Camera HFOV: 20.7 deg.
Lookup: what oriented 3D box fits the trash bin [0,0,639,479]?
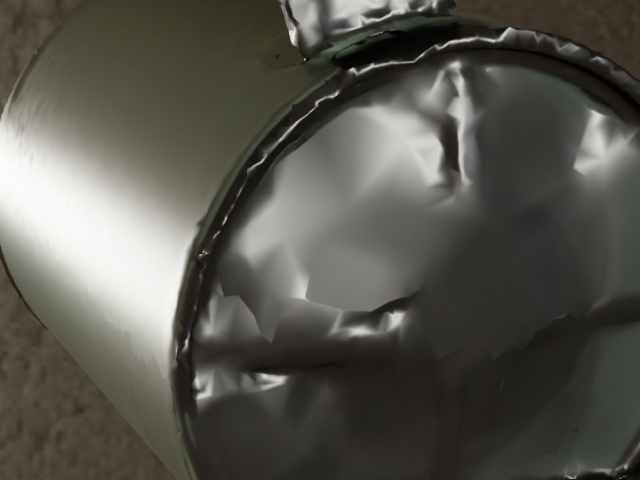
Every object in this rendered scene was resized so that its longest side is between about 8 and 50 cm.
[{"bbox_3d":[0.000,0.000,0.719,0.262,0.217,0.277,34,138,61],"label":"trash bin"}]
